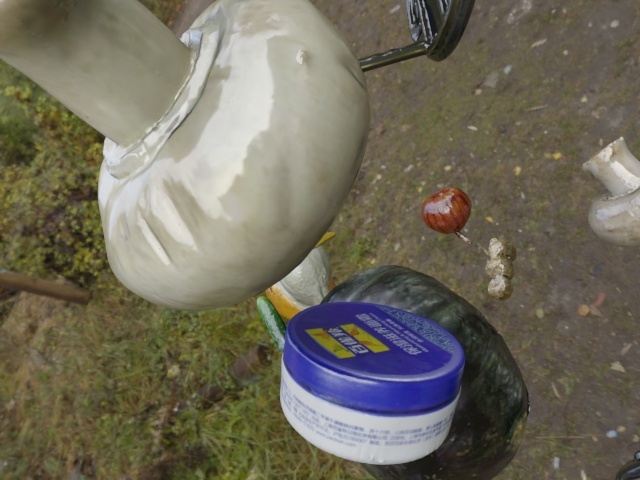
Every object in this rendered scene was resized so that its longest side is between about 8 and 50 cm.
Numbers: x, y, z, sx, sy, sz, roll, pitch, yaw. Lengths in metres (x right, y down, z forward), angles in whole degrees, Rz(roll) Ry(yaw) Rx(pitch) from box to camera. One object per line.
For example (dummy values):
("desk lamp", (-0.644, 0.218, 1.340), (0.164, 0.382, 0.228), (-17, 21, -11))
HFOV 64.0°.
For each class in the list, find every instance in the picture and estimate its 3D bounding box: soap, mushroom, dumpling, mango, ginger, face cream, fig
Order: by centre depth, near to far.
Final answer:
("mushroom", (-0.087, -0.099, 0.461), (0.356, 0.316, 0.314), (103, 177, -67))
("face cream", (0.056, 0.158, 0.597), (0.206, 0.206, 0.111), (27, 114, 56))
("soap", (0.000, 0.000, 1.044), (0.034, 0.089, 0.012), (-4, 109, 38))
("dumpling", (-0.052, 0.067, 1.149), (0.167, 0.215, 0.126), (-27, 16, 45))
("fig", (0.339, -0.074, 1.322), (0.128, 0.151, 0.128), (-159, 90, -75))
("mushroom", (0.857, -0.137, 1.397), (0.298, 0.290, 0.297), (-41, 0, 0))
("mango", (-0.047, 0.157, 1.464), (0.290, 0.191, 0.159), (35, 108, 44))
("ginger", (0.563, 0.090, 1.592), (0.080, 0.104, 0.204), (-38, 30, 55))

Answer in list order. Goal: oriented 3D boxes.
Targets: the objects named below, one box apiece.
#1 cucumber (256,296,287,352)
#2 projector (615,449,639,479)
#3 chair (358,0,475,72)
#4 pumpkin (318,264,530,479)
("cucumber", (-0.082, 0.169, 0.980), (0.037, 0.037, 0.155), (-44, 67, 27))
("projector", (0.834, 0.421, 0.936), (0.242, 0.396, 0.405), (64, 145, 25))
("chair", (0.012, -0.448, 0.809), (0.361, 0.411, 0.364), (99, 169, -61))
("pumpkin", (0.171, 0.260, 0.981), (0.344, 0.454, 0.454), (-31, 29, -18))
